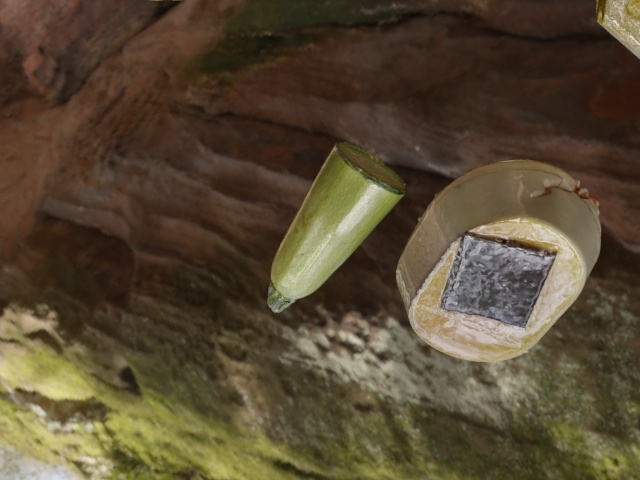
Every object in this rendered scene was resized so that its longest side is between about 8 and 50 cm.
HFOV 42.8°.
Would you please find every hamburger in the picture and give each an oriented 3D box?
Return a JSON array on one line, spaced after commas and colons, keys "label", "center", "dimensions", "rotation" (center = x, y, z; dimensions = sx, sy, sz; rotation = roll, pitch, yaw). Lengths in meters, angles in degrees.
[{"label": "hamburger", "center": [0.225, 0.026, 1.064], "dimensions": [0.295, 0.227, 0.151], "rotation": [121, -13, -45]}]

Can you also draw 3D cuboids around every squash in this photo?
[{"label": "squash", "center": [0.000, 0.000, 0.905], "dimensions": [0.224, 0.094, 0.094], "rotation": [-56, -168, 25]}]

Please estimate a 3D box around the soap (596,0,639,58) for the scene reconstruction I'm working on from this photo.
[{"label": "soap", "center": [0.394, -0.243, 0.863], "dimensions": [0.140, 0.232, 0.073], "rotation": [-49, -169, 22]}]
